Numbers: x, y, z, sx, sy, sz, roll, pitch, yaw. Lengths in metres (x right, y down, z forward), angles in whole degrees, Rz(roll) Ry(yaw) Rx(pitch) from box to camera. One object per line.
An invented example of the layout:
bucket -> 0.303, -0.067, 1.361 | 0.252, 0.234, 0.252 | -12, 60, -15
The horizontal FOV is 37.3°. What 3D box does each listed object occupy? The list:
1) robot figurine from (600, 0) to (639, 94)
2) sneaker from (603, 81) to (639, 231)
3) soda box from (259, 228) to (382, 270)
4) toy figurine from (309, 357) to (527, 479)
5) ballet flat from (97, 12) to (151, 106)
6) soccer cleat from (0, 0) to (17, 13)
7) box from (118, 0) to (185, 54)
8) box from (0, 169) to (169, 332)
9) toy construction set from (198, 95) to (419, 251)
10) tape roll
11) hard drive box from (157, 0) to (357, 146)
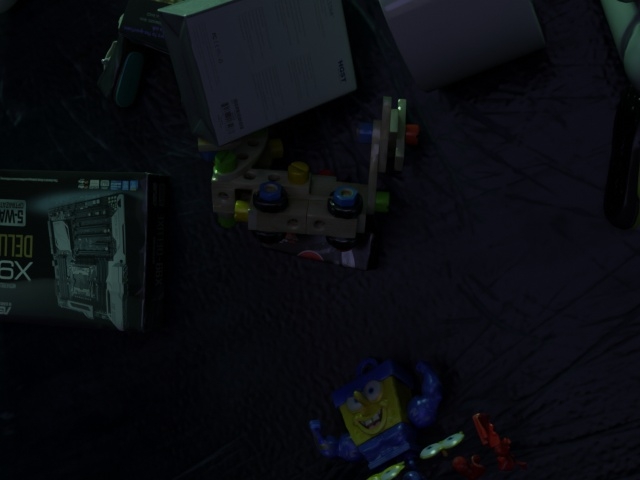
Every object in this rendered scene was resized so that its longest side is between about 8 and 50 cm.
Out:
robot figurine -> 0.441, -0.296, 1.126 | 0.200, 0.299, 0.354 | -44, 44, 46
sneaker -> 0.440, -0.118, 1.241 | 0.097, 0.084, 0.235 | 11, 94, -9
soda box -> 0.000, 0.000, 1.377 | 0.168, 0.053, 0.060 | 12, 94, 17
toy figurine -> 0.081, 0.278, 1.338 | 0.362, 0.191, 0.217 | -34, 50, 22
ballet flat -> -0.292, -0.306, 1.460 | 0.074, 0.074, 0.203 | 29, 105, 15
soccer cleat -> -0.469, -0.505, 1.457 | 0.143, 0.116, 0.331 | 34, 110, 47
box -> -0.154, -0.388, 1.364 | 0.143, 0.165, 0.270 | 23, 97, 16
box -> -0.394, 0.012, 1.486 | 0.307, 0.076, 0.243 | 3, 91, 17
toy construction set -> -0.020, -0.096, 1.331 | 0.327, 0.215, 0.151 | -7, 130, 12
tape roll -> 0.173, -0.333, 1.222 | 0.169, 0.246, 0.246 | -18, 85, 16
hard drive box -> -0.079, -0.255, 1.280 | 0.089, 0.232, 0.181 | 29, 137, 52
